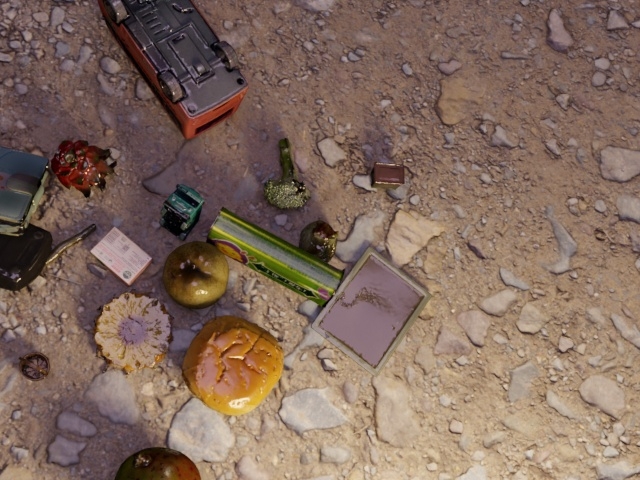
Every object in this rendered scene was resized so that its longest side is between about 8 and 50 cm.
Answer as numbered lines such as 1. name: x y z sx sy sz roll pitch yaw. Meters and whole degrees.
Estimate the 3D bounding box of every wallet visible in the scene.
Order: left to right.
1. wallet: -0.741 -0.120 1.783 0.176 0.075 0.250 14 39 -11

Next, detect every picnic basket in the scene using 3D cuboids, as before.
1. picnic basket: -0.649 0.284 1.740 0.072 0.083 0.072 3 74 -10

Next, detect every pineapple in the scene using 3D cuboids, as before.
1. pineapple: -0.448 0.220 1.823 0.221 0.047 0.221 3 75 -12

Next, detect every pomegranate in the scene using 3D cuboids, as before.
1. pomegranate: -0.349 0.573 1.665 0.198 0.198 0.246 -14 78 -16

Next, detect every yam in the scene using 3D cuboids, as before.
1. yam: -0.639 0.031 1.849 0.234 0.029 0.027 -41 113 -21

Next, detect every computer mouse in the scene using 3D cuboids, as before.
1. computer mouse: -0.769 0.012 1.780 0.269 0.100 0.170 25 58 -3

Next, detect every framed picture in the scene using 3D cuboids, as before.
1. framed picture: 0.133 0.181 1.978 0.216 0.016 0.273 39 70 0

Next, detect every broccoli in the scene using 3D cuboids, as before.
1. broccoli: -0.087 -0.175 1.999 0.122 0.118 0.204 -2 58 -2

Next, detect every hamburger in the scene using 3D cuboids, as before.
1. hamburger: -0.204 0.288 1.795 0.244 0.163 0.245 3 72 -10

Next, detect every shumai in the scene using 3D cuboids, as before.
1. shumai: 0.001 0.000 1.964 0.098 0.087 0.124 10 73 -11

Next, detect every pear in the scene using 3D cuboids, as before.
1. pear: -0.298 0.081 1.848 0.167 0.137 0.167 -2 66 5

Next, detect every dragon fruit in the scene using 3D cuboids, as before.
1. dragon fruit: -0.583 -0.184 1.877 0.130 0.121 0.142 -43 115 11

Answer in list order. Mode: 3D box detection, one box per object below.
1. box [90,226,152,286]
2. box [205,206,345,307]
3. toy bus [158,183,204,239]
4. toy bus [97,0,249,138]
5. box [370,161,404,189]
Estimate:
1. box: -0.484 0.039 1.869 0.125 0.043 0.089 41 70 1
2. box: -0.111 0.041 1.904 0.345 0.134 0.097 28 68 -2
3. toy bus: -0.337 -0.070 1.872 0.079 0.160 0.092 35 68 -1
4. toy bus: -0.378 -0.487 1.952 0.203 0.233 0.427 -34 86 -19
5. box: 0.179 -0.170 2.066 0.084 0.063 0.060 3 72 -10
